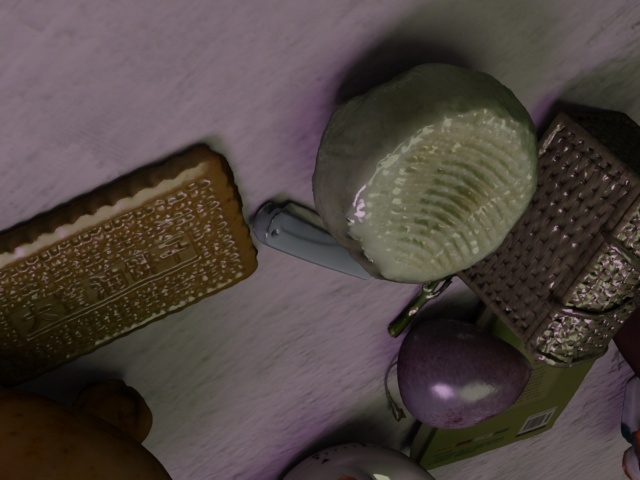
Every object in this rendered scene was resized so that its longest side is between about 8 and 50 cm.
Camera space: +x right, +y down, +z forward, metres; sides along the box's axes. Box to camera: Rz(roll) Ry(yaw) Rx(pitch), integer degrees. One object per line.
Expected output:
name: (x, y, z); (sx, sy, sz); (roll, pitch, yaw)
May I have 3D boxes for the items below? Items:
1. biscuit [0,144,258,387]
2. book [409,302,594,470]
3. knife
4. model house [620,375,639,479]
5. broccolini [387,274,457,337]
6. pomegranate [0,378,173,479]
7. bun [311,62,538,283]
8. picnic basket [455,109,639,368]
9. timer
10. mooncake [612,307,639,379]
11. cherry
biscuit: (-0.174, 0.028, 0.959); (0.254, 0.029, 0.172); (-26, 143, -7)
book: (0.252, 0.139, 1.388); (0.239, 0.035, 0.352); (-10, 139, -30)
knife: (0.000, 0.000, 1.051); (0.162, 0.023, 0.044); (21, 96, -48)
model house: (0.509, 0.261, 1.553); (0.190, 0.271, 0.301); (-3, 154, -11)
broccolini: (0.113, 0.050, 1.197); (0.140, 0.030, 0.035); (-54, 174, 36)
pomegranate: (-0.253, 0.285, 0.967); (0.410, 0.410, 0.410); (-19, 143, -15)
bun: (0.079, -0.061, 0.953); (0.195, 0.118, 0.195); (-18, 135, -20)
picnic basket: (0.253, 0.001, 1.093); (0.134, 0.154, 0.196); (-3, 132, -49)
timer: (0.048, 0.348, 1.322); (0.233, 0.240, 0.233); (-2, 97, -13)
mooncake: (0.497, 0.042, 1.310); (0.326, 0.174, 0.334); (-3, 135, -38)
cherry: (0.151, 0.159, 1.262); (0.148, 0.115, 0.188); (-19, 137, -3)
